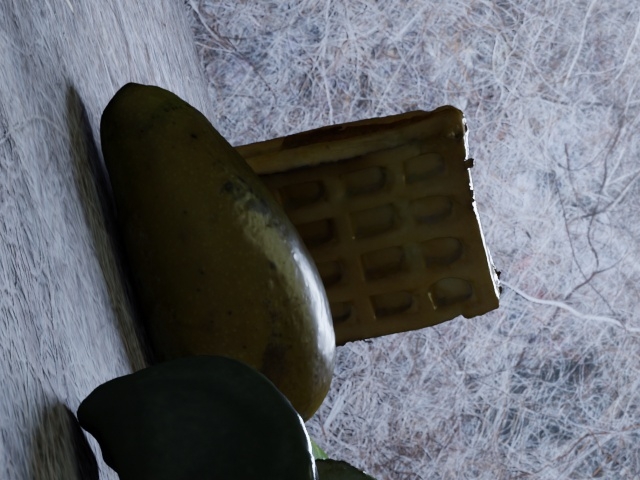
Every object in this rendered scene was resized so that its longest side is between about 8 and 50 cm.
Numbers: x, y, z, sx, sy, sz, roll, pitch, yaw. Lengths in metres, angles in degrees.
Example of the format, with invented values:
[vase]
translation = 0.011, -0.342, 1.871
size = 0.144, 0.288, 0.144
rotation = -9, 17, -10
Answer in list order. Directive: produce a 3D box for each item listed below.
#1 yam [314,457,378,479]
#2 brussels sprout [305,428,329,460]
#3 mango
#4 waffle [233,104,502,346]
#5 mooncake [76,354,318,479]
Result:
[yam]
translation = 0.022, 0.340, 1.944
size = 0.300, 0.195, 0.195
rotation = 68, 7, -70
[brussels sprout]
translation = -0.041, 0.263, 2.265
size = 0.139, 0.100, 0.181
rotation = 56, 16, -47
[mango]
translation = -0.089, 0.015, 1.697
size = 0.176, 0.175, 0.329
rotation = 1, -66, 44
[waffle]
translation = 0.000, 0.000, 1.875
size = 0.098, 0.327, 0.224
rotation = -94, 170, -61
[mooncake]
translation = -0.083, 0.161, 1.203
size = 0.104, 0.168, 0.175
rotation = 94, 17, -54
